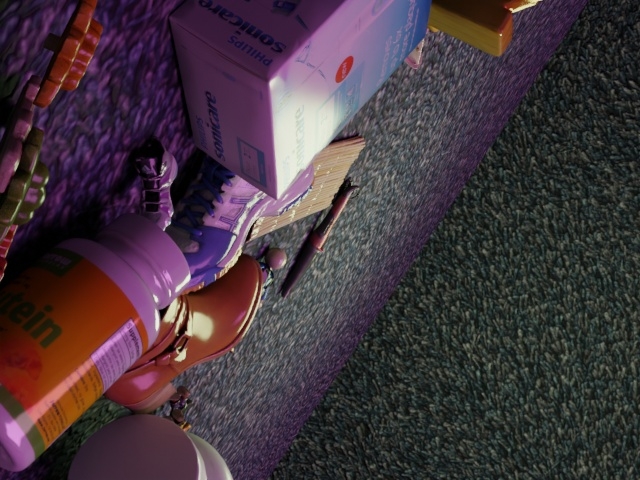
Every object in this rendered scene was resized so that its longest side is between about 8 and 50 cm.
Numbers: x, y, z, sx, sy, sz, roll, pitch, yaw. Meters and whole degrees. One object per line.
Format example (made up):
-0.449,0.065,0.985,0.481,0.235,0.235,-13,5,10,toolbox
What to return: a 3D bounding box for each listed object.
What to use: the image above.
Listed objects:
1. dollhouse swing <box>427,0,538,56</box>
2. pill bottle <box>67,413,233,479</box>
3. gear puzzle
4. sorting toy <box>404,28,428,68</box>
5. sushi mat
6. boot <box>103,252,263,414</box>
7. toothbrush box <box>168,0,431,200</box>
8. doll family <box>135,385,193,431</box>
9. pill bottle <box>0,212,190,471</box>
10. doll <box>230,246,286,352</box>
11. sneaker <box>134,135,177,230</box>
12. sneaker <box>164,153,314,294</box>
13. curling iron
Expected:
0.277,-0.405,1.190,0.347,0.315,0.305,-57,146,4,dollhouse swing
-0.225,0.416,1.309,0.229,0.229,0.407,-49,154,-25,pill bottle
-0.223,-0.026,0.648,0.339,0.044,0.175,-61,-157,18,gear puzzle
0.156,-0.332,1.433,0.075,0.045,0.083,-57,168,-24,sorting toy
-0.021,-0.089,1.444,0.151,0.019,0.316,-60,166,23,sushi mat
-0.186,0.090,1.169,0.283,0.109,0.220,-43,159,-17,boot
-0.007,-0.223,0.943,0.295,0.126,0.216,-48,162,-23,toothbrush box
-0.270,0.321,1.436,0.193,0.076,0.111,-26,151,-32,doll family
-0.241,0.084,0.849,0.245,0.136,0.136,-46,164,-34,pill bottle
-0.117,0.091,1.479,0.189,0.046,0.129,-59,158,-14,doll
-0.173,-0.060,0.909,0.069,0.038,0.098,74,14,-62,sneaker
-0.122,-0.059,1.050,0.296,0.112,0.131,-47,147,-36,sneaker
0.000,0.000,1.684,0.274,0.035,0.068,-60,165,18,curling iron
